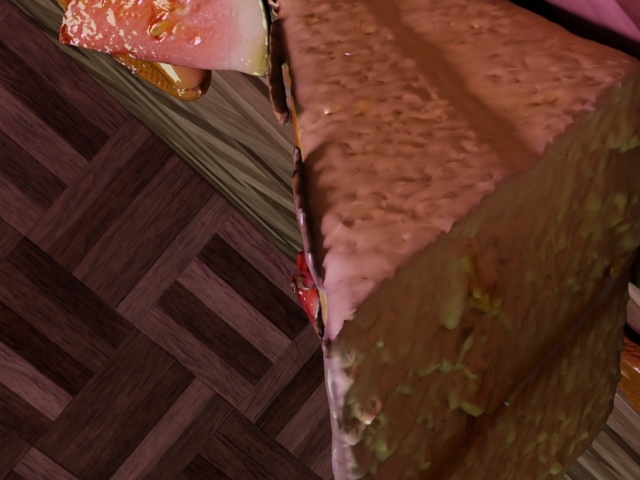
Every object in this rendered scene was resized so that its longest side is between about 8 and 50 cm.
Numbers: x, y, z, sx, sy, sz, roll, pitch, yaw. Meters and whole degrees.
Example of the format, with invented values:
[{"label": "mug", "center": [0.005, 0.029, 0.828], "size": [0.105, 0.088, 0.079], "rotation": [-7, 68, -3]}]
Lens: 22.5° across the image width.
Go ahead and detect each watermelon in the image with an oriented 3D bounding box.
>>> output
[{"label": "watermelon", "center": [-0.109, -0.198, 1.032], "size": [0.193, 0.137, 0.145], "rotation": [38, 140, 28]}]

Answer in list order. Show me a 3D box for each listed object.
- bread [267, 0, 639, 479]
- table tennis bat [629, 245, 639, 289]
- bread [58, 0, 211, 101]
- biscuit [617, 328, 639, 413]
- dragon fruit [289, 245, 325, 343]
[{"label": "bread", "center": [0.000, 0.000, 0.848], "size": [0.405, 0.242, 0.346], "rotation": [36, 152, 40]}, {"label": "table tennis bat", "center": [0.115, -0.048, 0.906], "size": [0.321, 0.050, 0.198], "rotation": [40, 170, 47]}, {"label": "bread", "center": [-0.170, -0.206, 1.522], "size": [0.189, 0.077, 0.114], "rotation": [35, 157, 14]}, {"label": "biscuit", "center": [0.239, 0.091, 1.273], "size": [0.205, 0.031, 0.138], "rotation": [42, 175, -22]}, {"label": "dragon fruit", "center": [0.021, 0.036, 1.735], "size": [0.126, 0.161, 0.274], "rotation": [35, 175, 31]}]
